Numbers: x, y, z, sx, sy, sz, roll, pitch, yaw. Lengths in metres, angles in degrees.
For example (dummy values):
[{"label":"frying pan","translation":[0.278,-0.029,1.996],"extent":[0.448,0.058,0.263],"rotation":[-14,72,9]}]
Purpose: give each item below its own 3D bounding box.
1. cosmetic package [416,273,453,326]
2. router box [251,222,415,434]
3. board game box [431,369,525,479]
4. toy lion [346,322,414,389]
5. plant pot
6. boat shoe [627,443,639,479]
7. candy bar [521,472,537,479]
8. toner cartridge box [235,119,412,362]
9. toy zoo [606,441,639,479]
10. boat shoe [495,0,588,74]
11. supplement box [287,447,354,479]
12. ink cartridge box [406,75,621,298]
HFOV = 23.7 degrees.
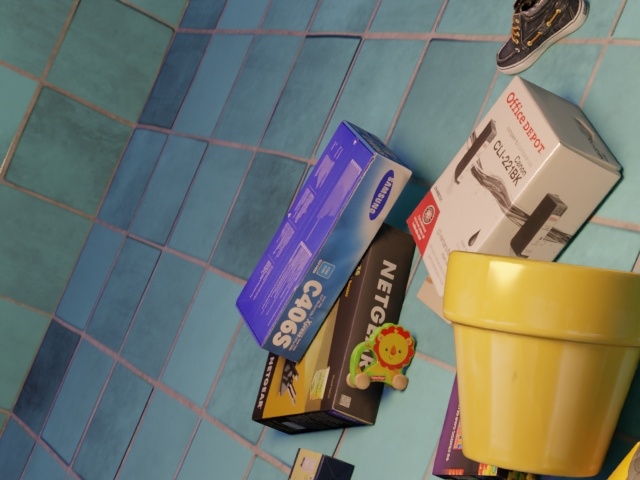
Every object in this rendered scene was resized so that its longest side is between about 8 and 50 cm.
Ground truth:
[{"label":"cosmetic package","translation":[0.187,0.091,2.134],"extent":[0.041,0.060,0.115],"rotation":[-61,28,7]},{"label":"router box","translation":[0.019,0.140,2.376],"extent":[0.243,0.081,0.308],"rotation":[-19,52,56]},{"label":"board game box","translation":[0.216,0.223,1.940],"extent":[0.141,0.048,0.170],"rotation":[-14,57,57]},{"label":"toy lion","translation":[0.090,0.167,2.211],"extent":[0.034,0.100,0.096],"rotation":[0,87,63]},{"label":"plant pot","translation":[0.261,0.143,1.776],"extent":[0.254,0.254,0.239],"rotation":[7,90,63]},{"label":"boat shoe","translation":[0.448,0.154,1.555],"extent":[0.320,0.103,0.118],"rotation":[-50,8,-3]},{"label":"candy bar","translation":[0.252,0.274,1.906],"extent":[0.040,0.018,0.161],"rotation":[-48,30,32]},{"label":"toner cartridge box","translation":[0.000,0.000,2.351],"extent":[0.347,0.075,0.165],"rotation":[-59,27,12]},{"label":"toy zoo","translation":[0.355,0.345,1.643],"extent":[0.192,0.030,0.293],"rotation":[-61,27,10]},{"label":"boat shoe","translation":[0.301,-0.314,2.235],"extent":[0.183,0.083,0.065],"rotation":[-37,38,45]},{"label":"supplement box","translation":[-0.004,0.359,2.264],"extent":[0.083,0.056,0.083],"rotation":[1,69,62]},{"label":"ink cartridge box","translation":[0.256,-0.057,2.067],"extent":[0.273,0.114,0.197],"rotation":[-53,28,21]}]
